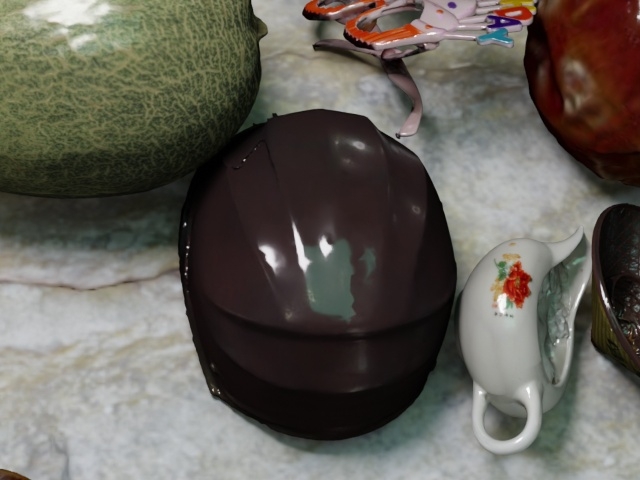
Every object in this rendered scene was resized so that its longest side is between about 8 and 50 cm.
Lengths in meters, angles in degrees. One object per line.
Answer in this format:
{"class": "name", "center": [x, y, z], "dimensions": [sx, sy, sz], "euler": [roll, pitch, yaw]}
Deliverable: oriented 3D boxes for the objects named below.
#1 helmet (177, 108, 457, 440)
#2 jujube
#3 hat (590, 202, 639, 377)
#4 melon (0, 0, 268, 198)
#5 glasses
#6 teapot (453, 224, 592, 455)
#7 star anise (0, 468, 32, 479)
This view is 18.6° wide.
{"class": "helmet", "center": [0.000, 0.000, 1.581], "dimensions": [0.225, 0.177, 0.305], "euler": [-6, 70, -9]}
{"class": "jujube", "center": [0.368, -0.176, 1.661], "dimensions": [0.377, 0.276, 0.276], "euler": [-13, 70, -15]}
{"class": "hat", "center": [0.261, 0.070, 1.646], "dimensions": [0.193, 0.082, 0.193], "euler": [32, 42, -35]}
{"class": "melon", "center": [-0.206, -0.153, 1.573], "dimensions": [0.329, 0.248, 0.248], "euler": [-3, 68, 0]}
{"class": "glasses", "center": [0.092, -0.178, 1.672], "dimensions": [0.162, 0.095, 0.255], "euler": [-25, 29, -11]}
{"class": "teapot", "center": [0.159, 0.080, 1.592], "dimensions": [0.092, 0.145, 0.226], "euler": [-5, 51, 27]}
{"class": "star anise", "center": [-0.298, 0.207, 1.419], "dimensions": [0.272, 0.272, 0.102], "euler": [8, 78, -5]}
